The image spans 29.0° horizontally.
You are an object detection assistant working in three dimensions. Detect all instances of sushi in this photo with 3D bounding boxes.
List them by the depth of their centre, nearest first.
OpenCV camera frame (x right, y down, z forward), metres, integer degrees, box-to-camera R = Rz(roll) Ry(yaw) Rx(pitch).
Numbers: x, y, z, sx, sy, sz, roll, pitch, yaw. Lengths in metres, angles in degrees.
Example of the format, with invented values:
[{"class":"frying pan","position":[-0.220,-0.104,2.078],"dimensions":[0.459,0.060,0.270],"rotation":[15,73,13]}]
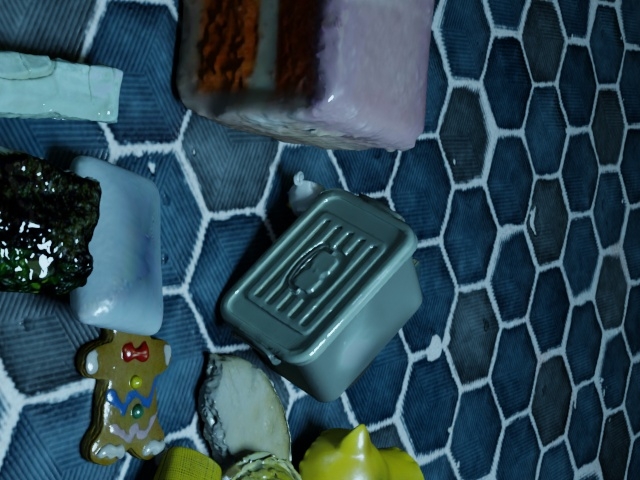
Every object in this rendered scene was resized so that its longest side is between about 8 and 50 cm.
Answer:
[{"class":"sushi","position":[-0.298,-0.017,1.127],"dimensions":[0.225,0.124,0.127],"rotation":[22,71,-55]}]

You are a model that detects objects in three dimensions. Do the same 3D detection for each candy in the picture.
[{"class":"candy","position":[-0.213,0.008,1.284],"dimensions":[0.138,0.071,0.174],"rotation":[22,61,-62]}]

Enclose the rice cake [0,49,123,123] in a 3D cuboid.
[{"class":"rice cake","position":[-0.310,-0.148,1.164],"dimensions":[0.336,0.063,0.066],"rotation":[-5,103,-57]}]

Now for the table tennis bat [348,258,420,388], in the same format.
[{"class":"table tennis bat","position":[0.076,0.103,1.747],"dimensions":[0.274,0.021,0.154],"rotation":[-45,141,-48]}]

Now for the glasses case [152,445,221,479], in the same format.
[{"class":"glasses case","position":[-0.164,0.335,1.336],"dimensions":[0.079,0.064,0.234],"rotation":[32,52,-23]}]

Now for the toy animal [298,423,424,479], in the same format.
[{"class":"toy animal","position":[0.059,0.334,1.647],"dimensions":[0.230,0.156,0.156],"rotation":[35,63,-54]}]

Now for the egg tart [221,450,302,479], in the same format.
[{"class":"egg tart","position":[-0.060,0.356,1.459],"dimensions":[0.212,0.090,0.213],"rotation":[-1,92,-55]}]

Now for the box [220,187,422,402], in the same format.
[{"class":"box","position":[0.013,0.073,1.521],"dimensions":[0.243,0.163,0.135],"rotation":[-48,142,-18]}]

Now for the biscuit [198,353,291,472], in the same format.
[{"class":"biscuit","position":[-0.081,0.260,1.525],"dimensions":[0.141,0.038,0.290],"rotation":[-31,116,-51]}]

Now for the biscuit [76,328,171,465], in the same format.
[{"class":"biscuit","position":[-0.209,0.140,1.347],"dimensions":[0.138,0.031,0.205],"rotation":[7,84,-55]}]

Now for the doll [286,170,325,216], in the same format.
[{"class":"doll","position":[0.000,0.000,1.626],"dimensions":[0.114,0.057,0.227],"rotation":[-46,136,-39]}]

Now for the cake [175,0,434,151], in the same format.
[{"class":"cake","position":[-0.006,-0.263,1.449],"dimensions":[0.230,0.237,0.309],"rotation":[16,79,-54]}]
